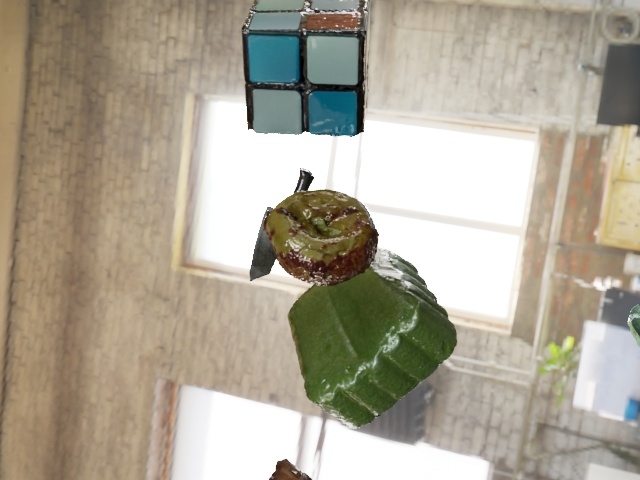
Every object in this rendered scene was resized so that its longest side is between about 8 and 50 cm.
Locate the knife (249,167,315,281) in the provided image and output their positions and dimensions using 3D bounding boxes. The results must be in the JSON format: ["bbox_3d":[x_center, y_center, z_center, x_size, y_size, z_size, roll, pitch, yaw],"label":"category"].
[{"bbox_3d":[-0.079,-0.027,1.552,0.028,0.060,0.230,-120,52,-70],"label":"knife"}]

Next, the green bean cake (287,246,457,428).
[{"bbox_3d":[0.069,0.133,1.301,0.125,0.222,0.248,37,-164,-33],"label":"green bean cake"}]

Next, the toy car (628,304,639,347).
[{"bbox_3d":[0.546,0.133,1.271,0.093,0.186,0.058,-97,8,-48],"label":"toy car"}]

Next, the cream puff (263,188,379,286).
[{"bbox_3d":[0.000,0.000,1.085,0.149,0.149,0.084,-58,-17,-48],"label":"cream puff"}]

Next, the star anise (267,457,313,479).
[{"bbox_3d":[-0.044,0.269,0.686,0.144,0.140,0.158,-47,-19,8],"label":"star anise"}]

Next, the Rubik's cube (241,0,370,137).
[{"bbox_3d":[-0.016,-0.268,1.303,0.180,0.183,0.167,-78,-12,-56],"label":"Rubik's cube"}]
